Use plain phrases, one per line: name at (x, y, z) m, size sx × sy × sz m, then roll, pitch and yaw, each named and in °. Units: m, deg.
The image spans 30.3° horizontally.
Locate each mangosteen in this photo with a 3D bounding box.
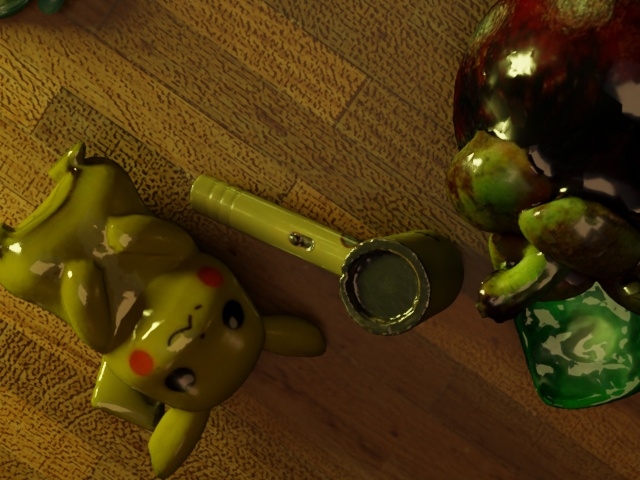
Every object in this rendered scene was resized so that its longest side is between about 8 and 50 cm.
mangosteen at (0.247, -0.098, 1.014) m, size 0.311 × 0.311 × 0.311 m, roll 1°, pitch 103°, yaw 6°

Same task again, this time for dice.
dice at (0.254, 0.079, 1.141) m, size 0.128 × 0.120 × 0.131 m, roll -18°, pitch 102°, yaw 8°

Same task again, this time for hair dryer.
hair dryer at (0.000, 0.000, 1.163) m, size 0.279 × 0.135 × 0.090 m, roll 24°, pitch 105°, yaw 18°

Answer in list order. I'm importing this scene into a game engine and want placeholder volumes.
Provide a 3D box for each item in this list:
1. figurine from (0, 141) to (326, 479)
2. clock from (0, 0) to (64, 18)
figurine at (-0.176, 0.070, 1.158) m, size 0.327 × 0.169 × 0.218 m, roll 41°, pitch 80°, yaw 2°
clock at (-0.335, -0.290, 1.150) m, size 0.188 × 0.060 × 0.148 m, roll 5°, pitch 103°, yaw 4°
